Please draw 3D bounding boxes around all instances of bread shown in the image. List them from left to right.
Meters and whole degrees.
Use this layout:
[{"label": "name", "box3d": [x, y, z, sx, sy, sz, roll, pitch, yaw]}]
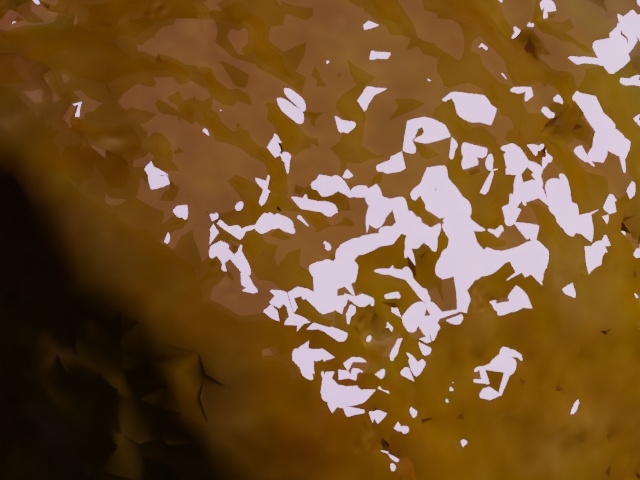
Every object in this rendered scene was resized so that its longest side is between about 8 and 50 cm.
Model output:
[{"label": "bread", "box3d": [-0.059, 0.051, 0.466, 0.337, 0.358, 0.204, 27, 40, 35]}]
